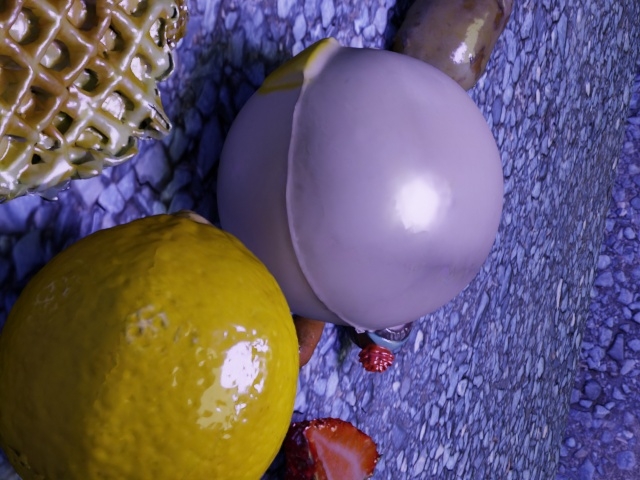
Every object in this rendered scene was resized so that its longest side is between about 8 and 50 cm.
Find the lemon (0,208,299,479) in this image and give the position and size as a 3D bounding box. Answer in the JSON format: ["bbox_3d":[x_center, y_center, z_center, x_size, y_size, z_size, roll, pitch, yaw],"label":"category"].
[{"bbox_3d":[-0.152,0.118,0.801,0.293,0.293,0.293,-27,122,-54],"label":"lemon"}]

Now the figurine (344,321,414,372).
[{"bbox_3d":[0.071,0.069,1.336,0.138,0.110,0.246,-49,134,-38],"label":"figurine"}]

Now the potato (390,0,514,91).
[{"bbox_3d":[0.207,-0.337,1.385,0.262,0.164,0.165,-64,147,-15],"label":"potato"}]

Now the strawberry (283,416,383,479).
[{"bbox_3d":[-0.009,0.337,1.293,0.228,0.097,0.175,42,63,-53],"label":"strawberry"}]

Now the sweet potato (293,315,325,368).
[{"bbox_3d":[-0.042,0.147,1.212,0.202,0.058,0.055,-37,151,-50],"label":"sweet potato"}]

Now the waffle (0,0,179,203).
[{"bbox_3d":[-0.241,-0.180,0.748,0.317,0.073,0.298,-34,129,-49],"label":"waffle"}]

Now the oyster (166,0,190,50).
[{"bbox_3d":[-0.166,-0.251,0.894,0.121,0.045,0.146,-8,108,-73],"label":"oyster"}]

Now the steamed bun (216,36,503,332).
[{"bbox_3d":[0.052,-0.059,1.052,0.374,0.333,0.334,6,94,-59],"label":"steamed bun"}]
